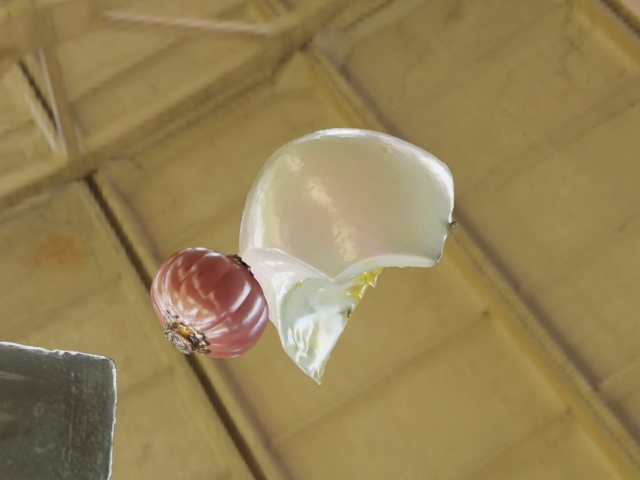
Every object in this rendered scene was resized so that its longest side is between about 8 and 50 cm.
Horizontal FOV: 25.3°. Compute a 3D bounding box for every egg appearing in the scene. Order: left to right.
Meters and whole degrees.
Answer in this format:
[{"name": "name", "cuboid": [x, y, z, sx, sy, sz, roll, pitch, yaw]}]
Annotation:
[{"name": "egg", "cuboid": [0.002, -0.012, 1.360, 0.162, 0.271, 0.206, 27, -124, -14]}]

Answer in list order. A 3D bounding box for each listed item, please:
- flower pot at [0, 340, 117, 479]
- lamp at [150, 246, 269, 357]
[{"name": "flower pot", "cuboid": [-0.166, 0.160, 0.683, 0.108, 0.103, 0.229, 10, -102, -16]}, {"name": "lamp", "cuboid": [-0.095, 0.054, 1.221, 0.107, 0.107, 0.092, 25, -120, 24]}]
